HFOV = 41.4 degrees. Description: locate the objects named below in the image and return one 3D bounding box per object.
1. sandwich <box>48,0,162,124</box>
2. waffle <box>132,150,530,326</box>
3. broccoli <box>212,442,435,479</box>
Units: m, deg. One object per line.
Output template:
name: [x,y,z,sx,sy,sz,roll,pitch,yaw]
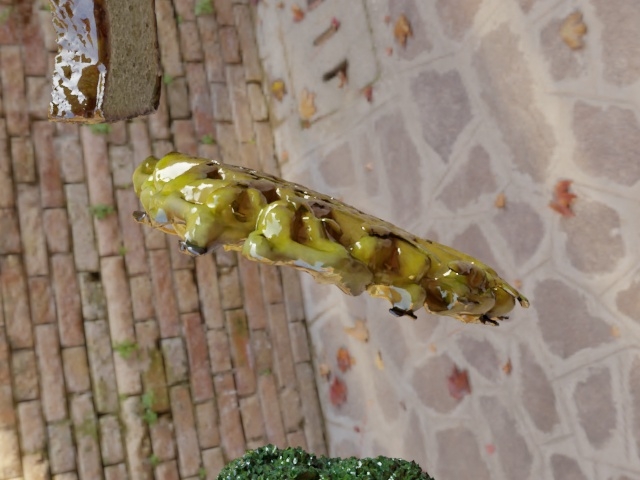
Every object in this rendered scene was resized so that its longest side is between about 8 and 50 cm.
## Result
sandwich: [-0.230,-0.234,0.896,0.186,0.065,0.215,-58,-34,-74]
waffle: [0.000,0.000,0.860,0.382,0.379,0.095,24,96,62]
broccoli: [0.001,0.208,0.475,0.156,0.195,0.195,-103,19,-69]
